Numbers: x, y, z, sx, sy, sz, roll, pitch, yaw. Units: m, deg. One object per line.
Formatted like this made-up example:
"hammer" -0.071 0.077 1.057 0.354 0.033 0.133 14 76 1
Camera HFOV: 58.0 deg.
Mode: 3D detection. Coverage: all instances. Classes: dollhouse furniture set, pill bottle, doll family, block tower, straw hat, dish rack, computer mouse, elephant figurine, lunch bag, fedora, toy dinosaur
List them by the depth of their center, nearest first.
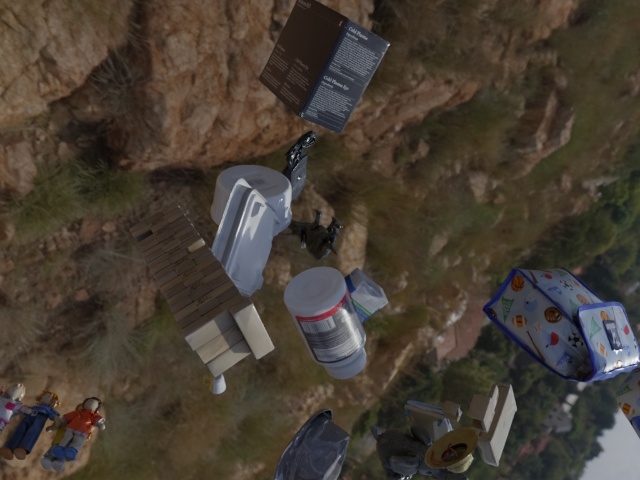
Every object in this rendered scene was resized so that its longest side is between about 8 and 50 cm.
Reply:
"block tower" -0.189 0.059 0.851 0.097 0.335 0.091 -33 129 -14
"doll family" -0.579 0.390 1.221 0.163 0.263 0.118 -78 178 -56
"straw hat" 0.327 0.520 1.387 0.144 0.144 0.061 -35 98 -32
"dish rack" -0.186 0.013 1.500 0.333 0.072 0.286 55 51 -77
"lunch bag" 0.922 0.487 1.520 0.243 0.303 0.115 -21 166 -44
"fedora" -0.004 0.606 1.613 0.275 0.124 0.244 -21 131 -60
"pill bottle" 0.027 0.243 1.632 0.176 0.176 0.319 -41 129 -25
"elephant figurine" 0.279 0.618 1.668 0.186 0.169 0.239 9 158 -24
"dollhouse furniture set" 0.395 0.488 1.730 0.198 0.303 0.286 -56 137 -35
"lunch bag" 0.770 0.262 1.792 0.327 0.385 0.239 1 127 -39
"toy dinosaur" 0.000 0.000 1.935 0.121 0.313 0.160 19 108 -38
"computer mouse" -0.099 -0.266 2.109 0.188 0.072 0.272 -50 160 -41

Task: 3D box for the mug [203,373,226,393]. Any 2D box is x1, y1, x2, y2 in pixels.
"mug" -0.385 0.519 2.111 0.078 0.062 0.064 -11 132 -21

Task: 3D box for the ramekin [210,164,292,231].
"ramekin" -0.226 -0.143 1.935 0.277 0.277 0.135 -25 137 -41

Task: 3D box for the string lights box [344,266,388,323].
"string lights box" 0.067 0.219 1.808 0.259 0.077 0.133 -41 120 15

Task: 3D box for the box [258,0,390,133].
"box" 0.000 -0.562 1.822 0.179 0.343 0.312 14 115 -37
